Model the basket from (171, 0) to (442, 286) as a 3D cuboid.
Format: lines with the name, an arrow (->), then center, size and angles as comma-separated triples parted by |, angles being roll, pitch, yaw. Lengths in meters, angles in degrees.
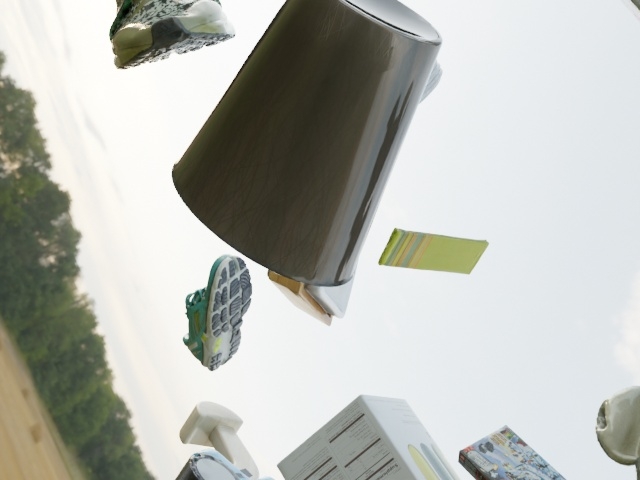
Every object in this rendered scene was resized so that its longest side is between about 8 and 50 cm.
basket -> -0.003, -0.107, 0.687 | 0.204, 0.154, 0.227 | 38, -61, 14

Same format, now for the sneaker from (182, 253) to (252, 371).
sneaker -> -0.201, 0.127, 1.406 | 0.110, 0.107, 0.275 | 35, -47, 18

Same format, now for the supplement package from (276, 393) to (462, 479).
supplement package -> 0.107, 0.419, 1.280 | 0.262, 0.198, 0.199 | 54, 15, 28

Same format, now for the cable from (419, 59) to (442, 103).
cable -> 0.071, -0.210, 1.216 | 0.089, 0.257, 0.257 | 51, -36, -11

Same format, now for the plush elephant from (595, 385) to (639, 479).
plush elephant -> 0.447, 0.241, 0.839 | 0.272, 0.255, 0.330 | 57, 1, 27

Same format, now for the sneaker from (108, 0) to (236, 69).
sneaker -> -0.212, -0.343, 0.973 | 0.410, 0.158, 0.182 | -110, -179, -56

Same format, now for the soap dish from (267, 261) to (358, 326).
soap dish -> 0.000, 0.000, 1.552 | 0.118, 0.291, 0.229 | 8, -19, 19

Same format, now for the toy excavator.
toy excavator -> -0.172, 0.487, 1.458 | 0.433, 0.222, 0.445 | 36, 7, 21

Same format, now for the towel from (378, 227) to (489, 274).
towel -> 0.244, 0.025, 1.682 | 0.021, 0.237, 0.102 | -110, -144, -43

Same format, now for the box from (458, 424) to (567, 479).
box -> 0.276, 0.332, 1.111 | 0.137, 0.094, 0.027 | 42, -38, 45

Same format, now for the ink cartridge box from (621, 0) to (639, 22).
ink cartridge box -> 0.456, -0.322, 0.907 | 0.193, 0.088, 0.234 | -40, -111, 22
